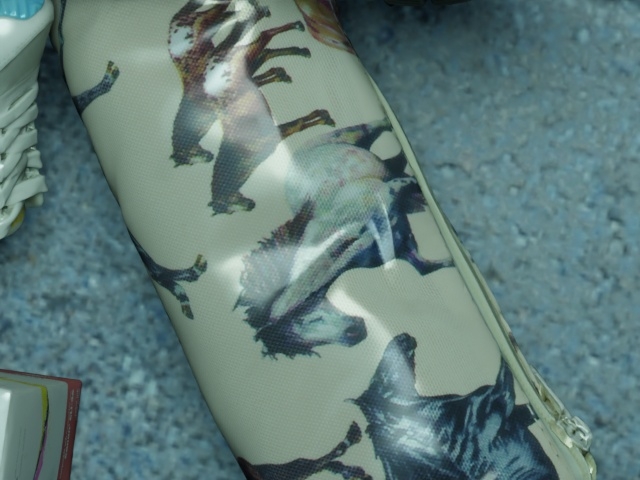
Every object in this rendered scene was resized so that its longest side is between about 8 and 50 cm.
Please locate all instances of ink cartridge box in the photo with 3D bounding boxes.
[{"bbox_3d":[-0.206,0.101,0.962,0.115,0.198,0.067,7,89,5],"label":"ink cartridge box"}]

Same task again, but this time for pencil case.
[{"bbox_3d":[0.000,0.000,0.966,0.183,0.160,0.410,-26,86,4],"label":"pencil case"}]

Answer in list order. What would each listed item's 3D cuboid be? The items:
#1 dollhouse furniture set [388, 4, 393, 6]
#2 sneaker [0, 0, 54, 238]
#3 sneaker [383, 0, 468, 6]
[{"bbox_3d":[0.142,-0.318,0.993,0.374,0.152,0.201,-32,85,-14],"label":"dollhouse furniture set"},{"bbox_3d":[-0.186,-0.055,0.982,0.092,0.087,0.228,41,137,1],"label":"sneaker"},{"bbox_3d":[-0.012,-0.186,0.841,0.297,0.111,0.129,6,74,9],"label":"sneaker"}]
